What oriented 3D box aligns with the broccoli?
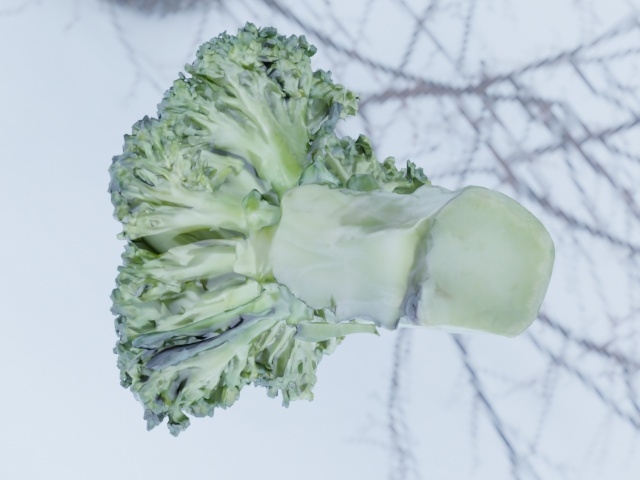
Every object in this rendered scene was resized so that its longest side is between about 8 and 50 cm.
[{"bbox_3d":[0.014,-0.016,1.159,0.221,0.361,0.252,42,56,-23],"label":"broccoli"}]
